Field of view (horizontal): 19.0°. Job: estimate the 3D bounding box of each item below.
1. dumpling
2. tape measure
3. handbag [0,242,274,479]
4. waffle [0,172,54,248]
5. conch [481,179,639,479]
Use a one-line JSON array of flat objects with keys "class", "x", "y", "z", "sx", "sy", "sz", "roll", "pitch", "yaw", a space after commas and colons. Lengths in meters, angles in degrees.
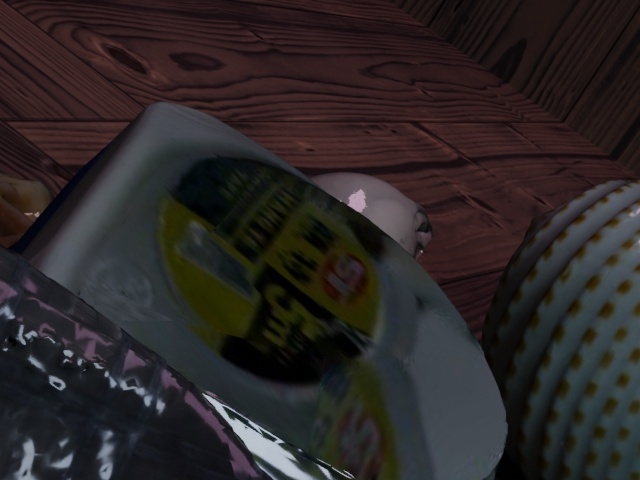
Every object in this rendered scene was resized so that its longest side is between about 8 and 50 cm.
[{"class": "dumpling", "x": 0.000, "y": 0.000, "z": 1.388, "sx": 0.127, "sy": 0.108, "sz": 0.188, "roll": 12, "pitch": 16, "yaw": 37}, {"class": "tape measure", "x": -0.044, "y": 0.073, "z": 0.884, "sx": 0.262, "sy": 0.138, "sz": 0.259, "roll": 38, "pitch": 32, "yaw": -8}, {"class": "handbag", "x": -0.125, "y": 0.123, "z": 0.556, "sx": 0.175, "sy": 0.270, "sz": 0.088, "roll": 30, "pitch": -24, "yaw": -27}, {"class": "waffle", "x": -0.209, "y": 0.011, "z": 1.010, "sx": 0.292, "sy": 0.056, "sz": 0.309, "roll": 24, "pitch": 19, "yaw": -30}, {"class": "conch", "x": 0.247, "y": 0.115, "z": 1.312, "sx": 0.303, "sy": 0.215, "sz": 0.319, "roll": -1, "pitch": 68, "yaw": -54}]
